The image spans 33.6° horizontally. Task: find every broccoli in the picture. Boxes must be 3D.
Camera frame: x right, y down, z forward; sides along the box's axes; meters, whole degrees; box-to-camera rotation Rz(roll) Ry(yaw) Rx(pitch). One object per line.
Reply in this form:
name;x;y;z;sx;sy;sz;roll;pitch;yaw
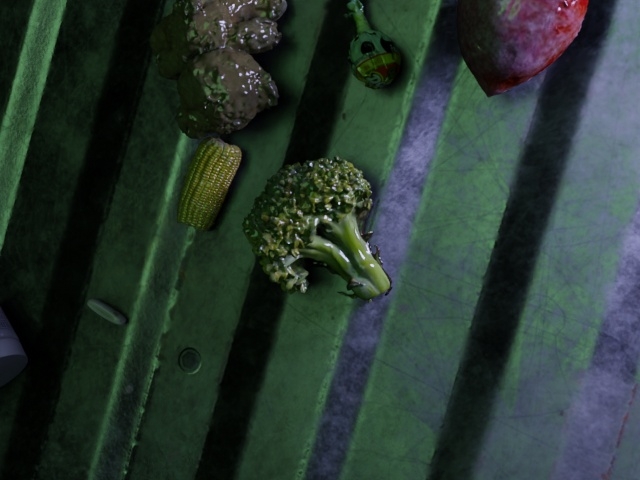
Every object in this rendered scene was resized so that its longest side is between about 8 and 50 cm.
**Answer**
broccoli;-0.012;-0.009;1.709;0.242;0.180;0.273;-42;74;15

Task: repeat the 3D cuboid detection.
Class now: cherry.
cherry;0.296;-0.336;1.602;0.192;0.175;0.250;22;99;10

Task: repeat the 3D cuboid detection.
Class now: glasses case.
glasses case;-0.392;0.131;1.944;0.083;0.032;0.021;29;96;22

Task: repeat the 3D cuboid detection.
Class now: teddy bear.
teddy bear;-0.174;-0.305;1.807;0.267;0.156;0.256;-20;82;20

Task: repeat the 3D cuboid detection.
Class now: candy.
candy;0.056;-0.390;1.759;0.083;0.091;0.306;-25;72;22

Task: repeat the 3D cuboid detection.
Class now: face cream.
face cream;-0.658;0.197;1.975;0.177;0.177;0.153;-37;74;17

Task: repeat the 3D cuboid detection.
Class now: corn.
corn;-0.198;-0.098;1.858;0.085;0.063;0.165;20;98;-2
